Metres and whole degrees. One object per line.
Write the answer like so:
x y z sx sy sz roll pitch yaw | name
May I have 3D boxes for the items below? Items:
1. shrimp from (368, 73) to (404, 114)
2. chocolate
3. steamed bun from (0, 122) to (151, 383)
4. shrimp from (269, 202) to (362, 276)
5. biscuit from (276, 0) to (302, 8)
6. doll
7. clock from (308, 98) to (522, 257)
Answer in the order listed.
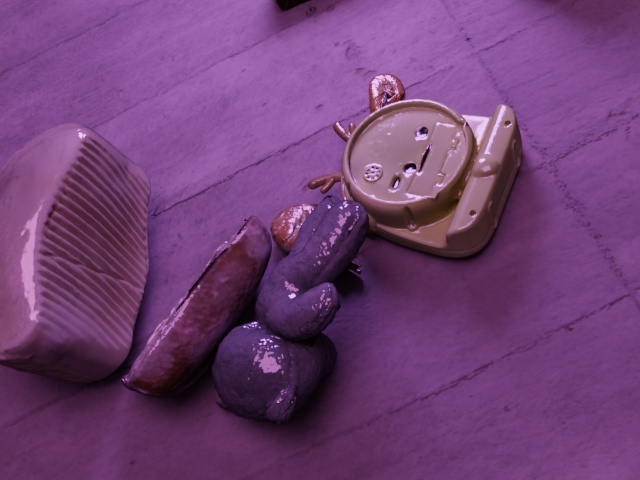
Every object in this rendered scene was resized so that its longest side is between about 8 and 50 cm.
0.108 -0.231 1.577 0.059 0.023 0.108 -6 60 7 | shrimp
-0.167 0.105 1.408 0.100 0.185 0.303 34 77 -4 | chocolate
-0.419 0.026 1.487 0.236 0.247 0.383 -10 64 27 | steamed bun
0.000 0.000 1.478 0.099 0.041 0.180 -39 53 -23 | shrimp
0.078 -0.537 1.713 0.388 0.107 0.073 -21 53 7 | biscuit
-0.017 0.105 1.339 0.340 0.158 0.246 -58 19 -10 | doll
0.132 -0.110 1.452 0.308 0.096 0.235 12 66 26 | clock
